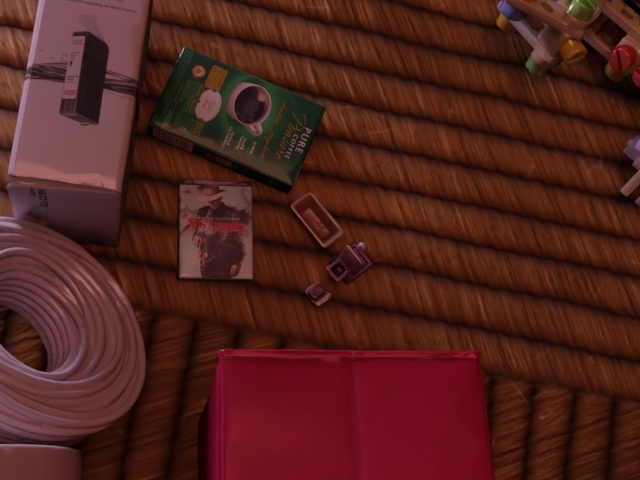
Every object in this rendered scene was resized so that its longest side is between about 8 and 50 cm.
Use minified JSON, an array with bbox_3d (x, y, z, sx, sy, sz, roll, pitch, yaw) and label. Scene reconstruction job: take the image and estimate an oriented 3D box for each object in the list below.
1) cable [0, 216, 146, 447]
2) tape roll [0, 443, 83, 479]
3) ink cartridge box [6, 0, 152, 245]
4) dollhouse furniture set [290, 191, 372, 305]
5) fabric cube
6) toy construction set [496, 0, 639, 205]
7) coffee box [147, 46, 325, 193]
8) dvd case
[{"bbox_3d":[-0.298,0.091,1.068,0.257,0.089,0.257,-4,58,-55],"label":"cable"},{"bbox_3d":[-0.338,0.285,0.985,0.246,0.246,0.169,-2,74,-12],"label":"tape roll"},{"bbox_3d":[-0.252,-0.150,1.158,0.114,0.197,0.272,9,72,-9],"label":"ink cartridge box"},{"bbox_3d":[0.000,0.000,1.224,0.091,0.081,0.114,-37,83,-19],"label":"dollhouse furniture set"},{"bbox_3d":[0.013,0.266,1.039,0.259,0.254,0.258,1,66,-10],"label":"fabric cube"},{"bbox_3d":[0.370,-0.212,1.325,0.327,0.151,0.215,53,47,-1],"label":"toy construction set"},{"bbox_3d":[-0.098,-0.140,1.269,0.184,0.040,0.113,22,71,-4],"label":"coffee box"},{"bbox_3d":[-0.120,-0.012,1.240,0.087,0.013,0.119,2,72,-11],"label":"dvd case"}]
